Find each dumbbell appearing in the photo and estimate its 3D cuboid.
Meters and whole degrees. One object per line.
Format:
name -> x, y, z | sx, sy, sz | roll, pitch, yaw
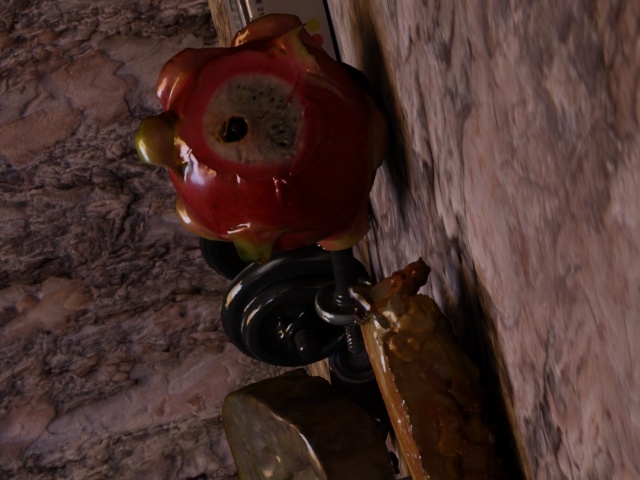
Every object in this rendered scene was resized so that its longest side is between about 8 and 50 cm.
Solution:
dumbbell -> 0.025, 0.022, 1.772 | 0.081, 0.082, 0.254 | -111, 10, -55
dumbbell -> -0.043, 0.032, 1.949 | 0.192, 0.192, 0.290 | 80, 174, -46

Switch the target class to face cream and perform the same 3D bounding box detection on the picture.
face cream -> 0.052, 0.211, 2.083 | 0.283, 0.073, 0.073 | 83, 171, -61

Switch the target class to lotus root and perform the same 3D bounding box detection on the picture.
lotus root -> 0.010, 0.339, 1.920 | 0.390, 0.111, 0.375 | 56, 155, 18

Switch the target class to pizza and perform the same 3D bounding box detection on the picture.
pizza -> 0.090, 0.117, 1.271 | 0.289, 0.081, 0.228 | -111, 1, -47

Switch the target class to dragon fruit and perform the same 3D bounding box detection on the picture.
dragon fruit -> -0.045, -0.089, 1.457 | 0.227, 0.224, 0.224 | 79, 175, -74

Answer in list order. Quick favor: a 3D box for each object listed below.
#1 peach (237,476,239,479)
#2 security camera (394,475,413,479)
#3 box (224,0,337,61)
peach -> -0.001, 0.351, 2.370 | 0.256, 0.232, 0.232 | -51, 45, 42
security camera -> 0.074, 0.307, 1.428 | 0.277, 0.191, 0.197 | 89, 164, -63
box -> -0.048, -0.236, 1.771 | 0.274, 0.091, 0.220 | -127, 21, -78
